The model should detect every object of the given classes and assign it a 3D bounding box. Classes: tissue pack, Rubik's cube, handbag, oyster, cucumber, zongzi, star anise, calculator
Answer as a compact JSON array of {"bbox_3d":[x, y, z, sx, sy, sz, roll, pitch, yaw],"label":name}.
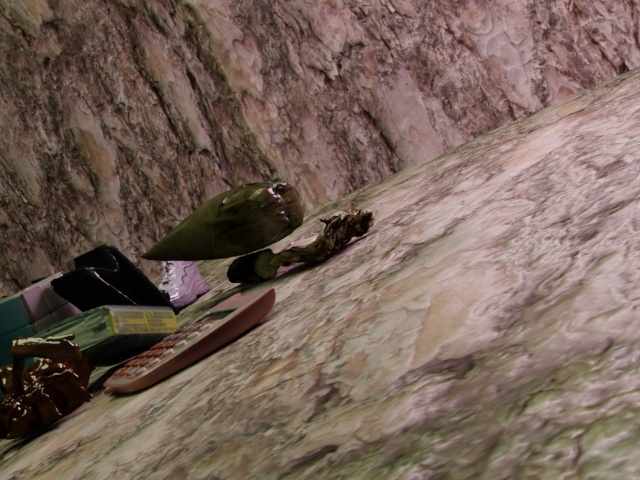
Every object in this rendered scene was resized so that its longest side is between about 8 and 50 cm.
[{"bbox_3d":[-0.416,0.186,1.766,0.185,0.081,0.257,-22,-12,15],"label":"tissue pack"},{"bbox_3d":[-0.708,0.240,2.164,0.231,0.225,0.221,-24,6,14],"label":"Rubik's cube"},{"bbox_3d":[-0.454,0.134,2.070,0.118,0.269,0.325,-53,19,-24],"label":"handbag"},{"bbox_3d":[0.000,0.000,2.051,0.222,0.083,0.214,-28,0,30],"label":"oyster"},{"bbox_3d":[-0.170,0.065,2.212,0.077,0.077,0.265,-28,7,-24],"label":"cucumber"},{"bbox_3d":[-0.232,-0.028,2.082,0.360,0.160,0.323,-21,2,-15],"label":"zongzi"},{"bbox_3d":[-0.468,0.239,1.525,0.237,0.148,0.346,-33,-4,-36],"label":"star anise"},{"bbox_3d":[-0.234,0.182,1.577,0.329,0.048,0.220,-31,9,-28],"label":"calculator"}]

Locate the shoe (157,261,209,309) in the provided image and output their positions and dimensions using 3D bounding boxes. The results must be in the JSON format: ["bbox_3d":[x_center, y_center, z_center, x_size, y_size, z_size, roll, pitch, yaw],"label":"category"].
[{"bbox_3d":[-0.395,0.113,2.433,0.095,0.138,0.245,-28,4,24],"label":"shoe"}]

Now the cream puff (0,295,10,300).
[{"bbox_3d":[-0.824,0.258,2.454,0.164,0.239,0.239,-32,4,9],"label":"cream puff"}]

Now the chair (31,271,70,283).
[{"bbox_3d":[-0.615,0.165,2.389,0.260,0.155,0.141,-11,44,-19],"label":"chair"}]
